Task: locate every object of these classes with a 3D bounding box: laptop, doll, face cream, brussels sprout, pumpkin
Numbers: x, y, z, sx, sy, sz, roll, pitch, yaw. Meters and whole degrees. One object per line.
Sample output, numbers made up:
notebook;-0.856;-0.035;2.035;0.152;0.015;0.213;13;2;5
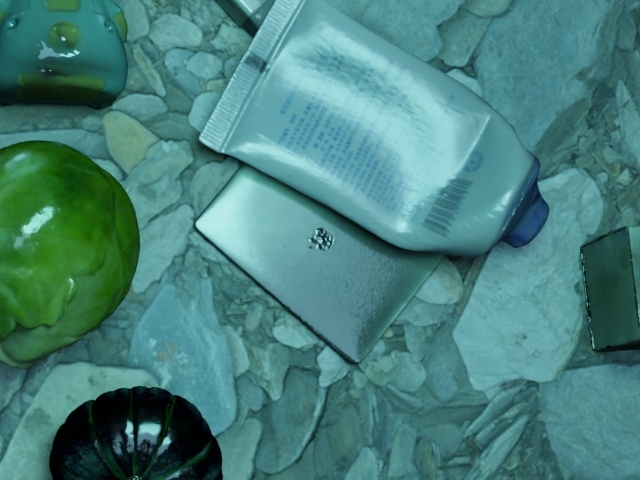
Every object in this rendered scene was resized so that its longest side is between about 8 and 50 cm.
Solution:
laptop;0.000;0.000;1.797;0.269;0.015;0.188;41;74;-6
doll;-0.304;-0.293;1.685;0.177;0.161;0.261;1;83;-14
face cream;0.089;-0.119;1.779;0.420;0.137;0.235;30;82;-8
brussels sprout;-0.311;0.012;1.607;0.244;0.244;0.244;2;81;-15
pumpkin;-0.205;0.255;1.631;0.194;0.150;0.194;1;82;-4

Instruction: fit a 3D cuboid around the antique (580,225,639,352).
antique;0.422;0.061;1.833;0.147;0.152;0.147;-4;81;-13

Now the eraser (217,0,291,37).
eraser;-0.142;-0.380;1.792;0.352;0.061;0.089;47;72;-5
